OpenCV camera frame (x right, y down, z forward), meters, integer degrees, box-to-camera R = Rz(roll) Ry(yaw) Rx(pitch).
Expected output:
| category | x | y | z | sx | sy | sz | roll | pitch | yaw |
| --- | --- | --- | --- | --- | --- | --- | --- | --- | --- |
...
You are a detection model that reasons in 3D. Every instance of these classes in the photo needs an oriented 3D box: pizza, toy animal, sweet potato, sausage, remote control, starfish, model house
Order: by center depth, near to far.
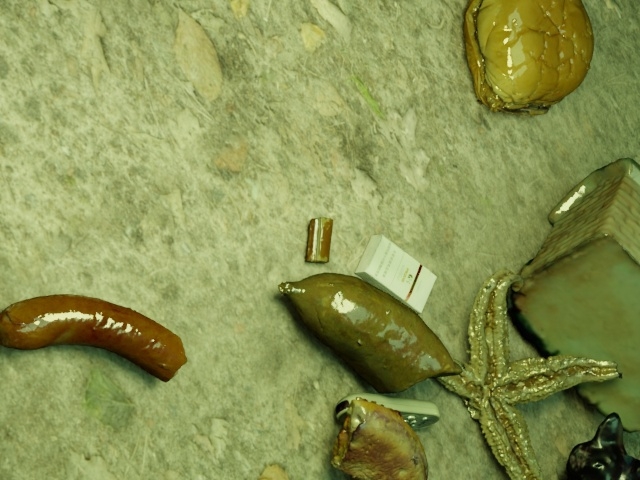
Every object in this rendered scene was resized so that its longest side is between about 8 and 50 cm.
| category | x | y | z | sx | sy | sz | roll | pitch | yaw |
| --- | --- | --- | --- | --- | --- | --- | --- | --- | --- |
| sausage | -0.343 | 0.140 | 1.548 | 0.302 | 0.076 | 0.103 | 18 | 75 | -32 |
| sweet potato | 0.084 | 0.155 | 1.800 | 0.369 | 0.158 | 0.158 | 42 | 64 | -19 |
| pizza | 0.104 | 0.387 | 1.805 | 0.161 | 0.085 | 0.305 | -24 | 126 | 0 |
| remote control | 0.124 | 0.310 | 1.856 | 0.221 | 0.078 | 0.042 | 13 | 54 | -32 |
| starfish | 0.400 | 0.281 | 2.006 | 0.324 | 0.082 | 0.432 | -43 | 101 | -4 |
| toy animal | 0.618 | 0.473 | 2.021 | 0.194 | 0.344 | 0.303 | -53 | 124 | -30 |
| model house | 0.667 | 0.083 | 2.114 | 0.445 | 0.395 | 0.400 | 41 | 47 | -6 |

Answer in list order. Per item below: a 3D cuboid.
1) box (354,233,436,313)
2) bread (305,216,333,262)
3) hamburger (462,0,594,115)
| category | x | y | z | sx | sy | sz | roll | pitch | yaw |
| --- | --- | --- | --- | --- | --- | --- | --- | --- | --- |
| box | 0.143 | 0.064 | 1.913 | 0.154 | 0.040 | 0.084 | 37 | 64 | -27 |
| bread | 0.000 | 0.000 | 1.822 | 0.047 | 0.036 | 0.083 | 10 | 82 | -37 |
| hamburger | 0.430 | -0.400 | 2.081 | 0.318 | 0.158 | 0.318 | 2 | 87 | -34 |
